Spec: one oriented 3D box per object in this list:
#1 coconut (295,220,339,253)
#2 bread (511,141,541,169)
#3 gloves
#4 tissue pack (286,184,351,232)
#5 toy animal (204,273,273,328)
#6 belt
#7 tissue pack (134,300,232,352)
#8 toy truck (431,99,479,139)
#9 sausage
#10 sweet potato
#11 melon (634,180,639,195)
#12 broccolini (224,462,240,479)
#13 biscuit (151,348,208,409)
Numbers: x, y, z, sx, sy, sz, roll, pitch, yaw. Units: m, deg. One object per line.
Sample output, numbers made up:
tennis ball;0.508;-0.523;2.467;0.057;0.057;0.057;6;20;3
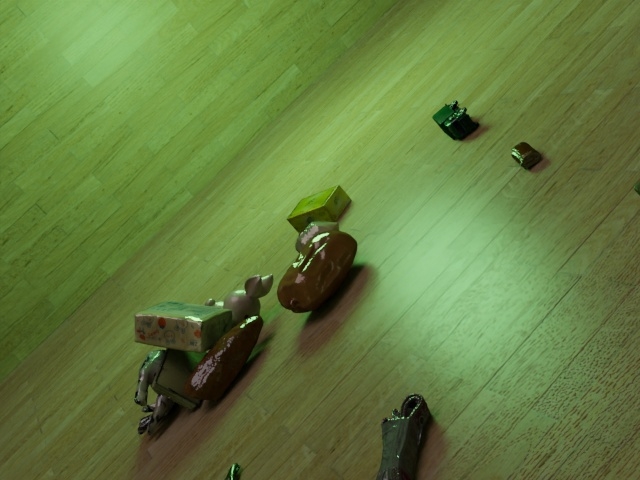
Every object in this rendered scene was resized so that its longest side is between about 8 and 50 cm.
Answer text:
coconut;0.000;0.000;2.215;0.124;0.110;0.110;-48;20;-5
bread;0.441;-0.185;1.891;0.047;0.036;0.083;-35;22;7
gloves;-0.398;0.377;2.156;0.111;0.127;0.212;-5;52;-9
tissue pack;-0.007;-0.089;2.496;0.176;0.062;0.095;-16;31;49
toy animal;-0.196;0.171;2.211;0.212;0.124;0.124;-34;20;35
belt;0.121;0.335;1.348;0.071;0.053;0.232;-29;23;33
tissue pack;-0.331;0.210;2.135;0.196;0.092;0.148;4;10;25
toy truck;0.353;-0.314;2.294;0.079;0.065;0.147;-42;19;7
sausage;-0.007;0.075;2.053;0.241;0.120;0.136;-53;11;-29
sweet potato;-0.219;0.277;2.062;0.251;0.097;0.097;-51;21;-20
melon;0.588;-0.075;1.336;0.118;0.064;0.209;-41;21;-1
broccolini;-0.175;0.485;1.626;0.074;0.058;0.201;-17;12;22
biscuit;-0.337;0.322;2.144;0.040;0.121;0.199;-53;12;26
